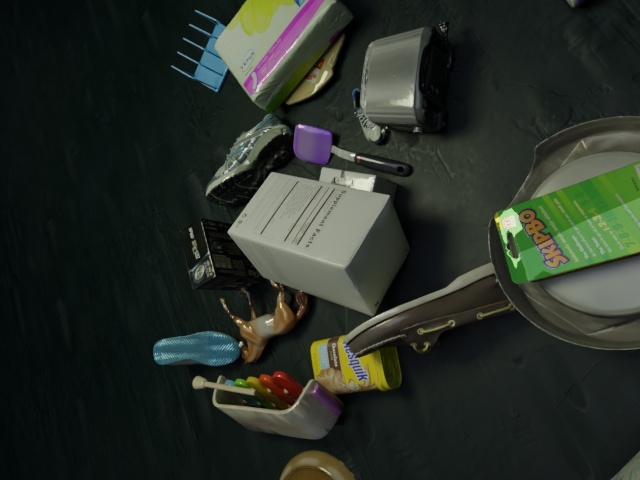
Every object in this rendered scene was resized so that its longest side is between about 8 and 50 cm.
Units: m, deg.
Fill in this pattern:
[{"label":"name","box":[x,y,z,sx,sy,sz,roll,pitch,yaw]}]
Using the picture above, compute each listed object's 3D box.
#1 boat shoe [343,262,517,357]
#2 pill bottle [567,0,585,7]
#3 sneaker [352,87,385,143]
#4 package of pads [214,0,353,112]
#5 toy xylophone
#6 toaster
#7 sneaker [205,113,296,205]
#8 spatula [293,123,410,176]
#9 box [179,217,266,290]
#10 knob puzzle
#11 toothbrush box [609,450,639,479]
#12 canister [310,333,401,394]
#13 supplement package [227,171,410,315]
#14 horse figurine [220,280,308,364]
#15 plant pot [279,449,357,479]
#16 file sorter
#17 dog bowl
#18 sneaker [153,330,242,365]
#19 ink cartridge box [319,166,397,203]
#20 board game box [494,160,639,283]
[{"label":"boat shoe","box":[0.199,0.145,0.910,0.325,0.116,0.096,-27,76,8]},{"label":"pill bottle","box":[0.473,-0.464,0.842,0.137,0.078,0.078,-30,69,29]},{"label":"sneaker","box":[0.097,-0.270,1.088,0.052,0.058,0.135,-27,71,29]},{"label":"package of pads","box":[-0.099,-0.488,1.182,0.296,0.101,0.229,-45,63,21]},{"label":"toy xylophone","box":[-0.119,0.336,1.068,0.323,0.236,0.081,-4,47,35]},{"label":"toaster","box":[0.170,-0.322,1.003,0.147,0.129,0.226,5,89,37]},{"label":"sneaker","box":[-0.181,-0.199,1.256,0.283,0.110,0.122,-37,54,17]},{"label":"spatula","box":[0.063,-0.188,1.112,0.297,0.030,0.084,23,116,31]},{"label":"box","box":[-0.230,0.037,1.200,0.078,0.180,0.147,-28,71,27]},{"label":"knob puzzle","box":[-0.037,-0.416,1.212,0.213,0.030,0.213,-4,82,33]},{"label":"toothbrush box","box":[0.512,0.291,0.648,0.126,0.216,0.295,41,109,31]},{"label":"canister","box":[0.069,0.252,1.039,0.170,0.073,0.126,-19,74,33]},{"label":"supplement package","box":[0.000,0.000,1.019,0.293,0.177,0.175,16,62,34]},{"label":"horse figurine","box":[-0.122,0.172,1.177,0.263,0.066,0.174,-30,79,23]},{"label":"plant pot","box":[-0.008,0.577,1.079,0.237,0.032,0.236,-4,83,33]},{"label":"file sorter","box":[-0.308,-0.513,1.362,0.118,0.105,0.170,36,104,31]},{"label":"dog bowl","box":[0.448,-0.008,0.779,0.349,0.102,0.348,-8,77,38]},{"label":"sneaker","box":[-0.303,0.275,1.285,0.229,0.092,0.087,-3,80,14]},{"label":"ink cartridge box","box":[0.077,-0.111,1.058,0.135,0.099,0.056,15,94,35]},{"label":"board game box","box":[0.396,-0.026,0.736,0.260,0.039,0.124,-21,69,32]}]
